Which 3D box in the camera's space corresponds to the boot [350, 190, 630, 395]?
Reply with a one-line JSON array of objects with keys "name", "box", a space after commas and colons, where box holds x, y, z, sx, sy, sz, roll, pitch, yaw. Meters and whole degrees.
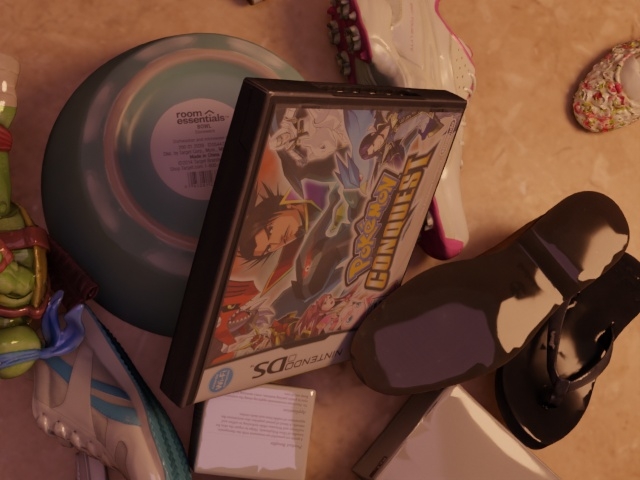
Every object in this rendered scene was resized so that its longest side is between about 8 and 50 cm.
[{"name": "boot", "box": [0.161, 0.062, 0.881, 0.305, 0.115, 0.112, -29, 83, -14]}]

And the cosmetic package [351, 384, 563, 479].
[{"name": "cosmetic package", "box": [0.161, 0.257, 0.866, 0.238, 0.107, 0.127, 44, 75, 0]}]

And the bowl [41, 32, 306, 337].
[{"name": "bowl", "box": [-0.106, -0.065, 0.825, 0.312, 0.163, 0.311, 2, 82, -12]}]

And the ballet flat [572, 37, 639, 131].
[{"name": "ballet flat", "box": [0.389, -0.201, 0.990, 0.241, 0.077, 0.091, -31, 90, -13]}]

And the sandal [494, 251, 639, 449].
[{"name": "sandal", "box": [0.260, 0.097, 0.902, 0.097, 0.054, 0.254, 39, 62, 3]}]

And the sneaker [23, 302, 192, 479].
[{"name": "sneaker", "box": [-0.192, 0.158, 0.784, 0.092, 0.087, 0.228, -36, 55, -10]}]

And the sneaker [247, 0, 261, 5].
[{"name": "sneaker", "box": [-0.066, -0.312, 0.929, 0.067, 0.042, 0.118, -24, 95, -10]}]

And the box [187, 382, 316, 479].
[{"name": "box", "box": [-0.067, 0.175, 0.829, 0.101, 0.102, 0.087, 9, 79, -11]}]

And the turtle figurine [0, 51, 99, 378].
[{"name": "turtle figurine", "box": [-0.333, -0.017, 0.729, 0.275, 0.198, 0.266, -5, 76, -5]}]

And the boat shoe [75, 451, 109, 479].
[{"name": "boat shoe", "box": [-0.222, 0.275, 0.808, 0.063, 0.066, 0.184, 0, 92, -13]}]

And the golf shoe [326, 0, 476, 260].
[{"name": "golf shoe", "box": [0.112, -0.135, 0.908, 0.140, 0.115, 0.306, -16, 87, -17]}]

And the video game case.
[{"name": "video game case", "box": [0.000, 0.000, 0.760, 0.248, 0.035, 0.274, -7, 123, -46]}]
